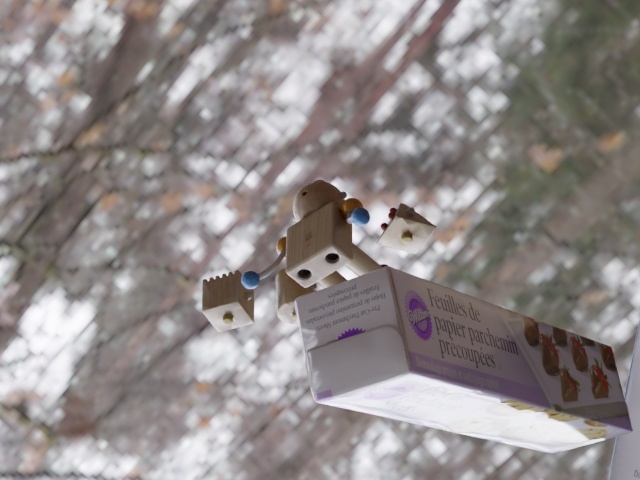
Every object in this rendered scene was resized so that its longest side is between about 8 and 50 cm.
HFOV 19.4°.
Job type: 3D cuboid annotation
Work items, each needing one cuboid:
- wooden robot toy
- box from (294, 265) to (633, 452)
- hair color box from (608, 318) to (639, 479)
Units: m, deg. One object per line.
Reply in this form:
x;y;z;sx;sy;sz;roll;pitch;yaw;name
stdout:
0.000;0.000;1.242;0.076;0.173;0.079;37;-145;-38;wooden robot toy
0.097;0.080;1.133;0.324;0.067;0.063;21;-127;-58;box
0.307;0.174;1.350;0.174;0.347;0.105;15;-170;31;hair color box
